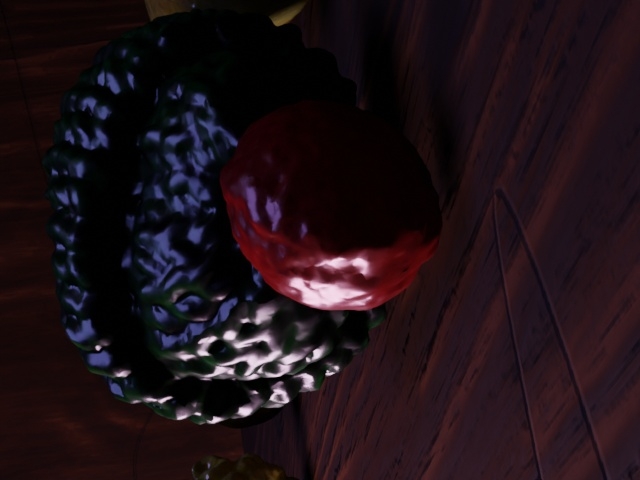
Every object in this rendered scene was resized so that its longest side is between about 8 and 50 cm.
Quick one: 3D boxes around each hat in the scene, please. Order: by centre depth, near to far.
[{"bbox_3d":[-0.048,-0.009,0.852,0.274,0.242,0.332,69,163,-11],"label":"hat"}]

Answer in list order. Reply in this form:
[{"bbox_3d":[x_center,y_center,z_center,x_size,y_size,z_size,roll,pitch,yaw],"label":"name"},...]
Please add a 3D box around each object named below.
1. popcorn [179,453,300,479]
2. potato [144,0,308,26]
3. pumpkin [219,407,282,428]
[{"bbox_3d":[-0.118,0.358,1.688,0.235,0.216,0.181,-39,-75,-54],"label":"popcorn"},{"bbox_3d":[-0.080,-0.247,1.153,0.298,0.141,0.176,97,152,-61],"label":"potato"},{"bbox_3d":[-0.119,0.138,1.794,0.219,0.162,0.219,177,90,-86],"label":"pumpkin"}]
